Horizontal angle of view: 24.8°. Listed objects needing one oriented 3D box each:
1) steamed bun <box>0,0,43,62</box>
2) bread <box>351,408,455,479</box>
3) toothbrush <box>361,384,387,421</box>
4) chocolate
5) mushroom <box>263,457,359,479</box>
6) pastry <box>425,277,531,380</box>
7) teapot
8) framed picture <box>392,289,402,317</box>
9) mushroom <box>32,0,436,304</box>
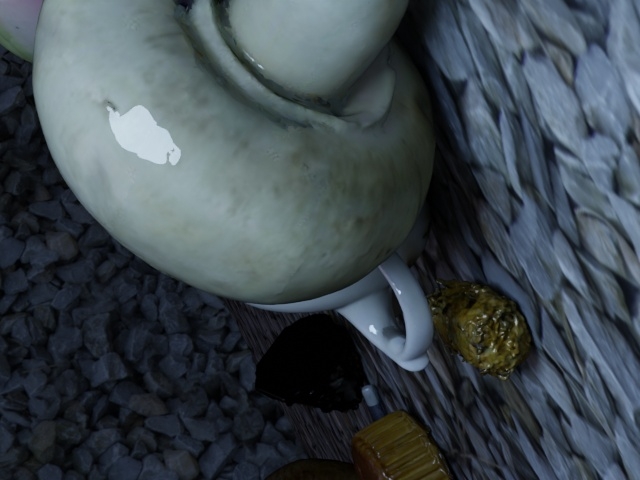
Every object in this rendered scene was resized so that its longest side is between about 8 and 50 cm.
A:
[{"bbox_3d":[-0.225,-0.315,1.374,0.309,0.309,0.309,61,171,17],"label":"steamed bun"},{"bbox_3d":[0.113,0.322,1.880,0.199,0.104,0.199,58,169,19],"label":"bread"},{"bbox_3d":[0.116,0.324,2.139,0.026,0.024,0.288,-103,-9,-63],"label":"toothbrush"},{"bbox_3d":[0.007,0.202,2.110,0.133,0.156,0.156,48,-179,-33],"label":"chocolate"},{"bbox_3d":[0.028,0.555,2.444,0.356,0.334,0.331,-113,0,-63],"label":"mushroom"},{"bbox_3d":[0.132,0.074,1.211,0.080,0.056,0.140,58,175,-17],"label":"pastry"},{"bbox_3d":[0.000,0.000,1.255,0.298,0.204,0.139,41,144,55],"label":"teapot"},{"bbox_3d":[0.027,0.017,1.647,0.168,0.023,0.128,52,171,-3],"label":"framed picture"},{"bbox_3d":[-0.065,-0.106,1.028,0.315,0.315,0.356,61,-177,16],"label":"mushroom"}]
